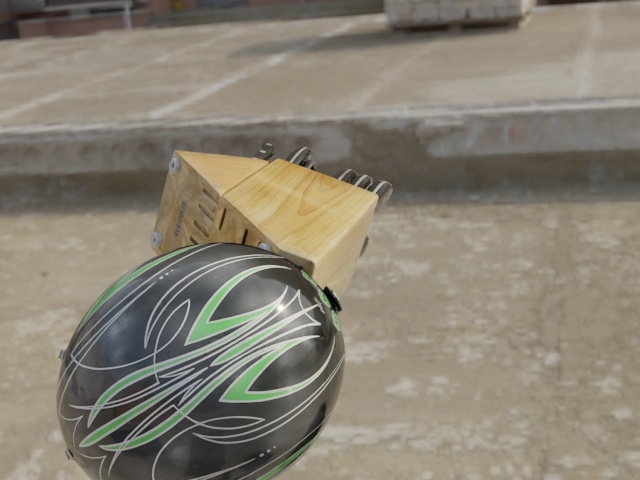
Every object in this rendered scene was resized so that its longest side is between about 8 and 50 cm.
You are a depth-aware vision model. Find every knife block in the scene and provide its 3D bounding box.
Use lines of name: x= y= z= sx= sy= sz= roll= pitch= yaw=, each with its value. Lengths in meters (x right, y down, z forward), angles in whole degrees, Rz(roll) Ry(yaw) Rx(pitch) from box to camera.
knife block: x=0.000 y=0.000 z=0.904 sx=0.242 sy=0.088 sz=0.276 roll=3 pitch=23 yaw=-33

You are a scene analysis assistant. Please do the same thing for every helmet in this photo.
helmet: x=-0.071 y=0.081 z=0.668 sx=0.169 sy=0.169 sz=0.161 roll=2 pitch=7 yaw=21
